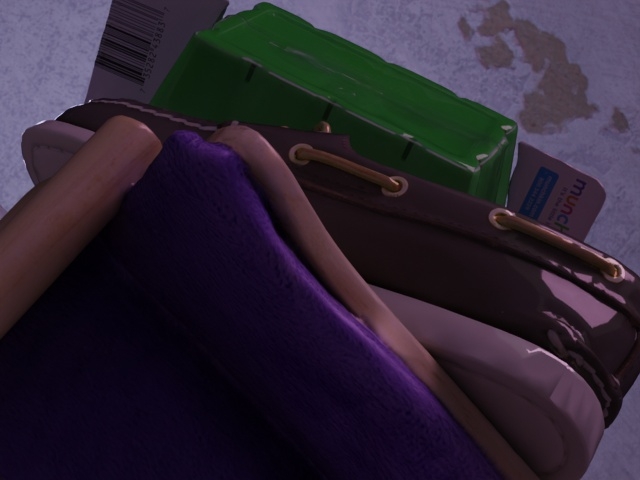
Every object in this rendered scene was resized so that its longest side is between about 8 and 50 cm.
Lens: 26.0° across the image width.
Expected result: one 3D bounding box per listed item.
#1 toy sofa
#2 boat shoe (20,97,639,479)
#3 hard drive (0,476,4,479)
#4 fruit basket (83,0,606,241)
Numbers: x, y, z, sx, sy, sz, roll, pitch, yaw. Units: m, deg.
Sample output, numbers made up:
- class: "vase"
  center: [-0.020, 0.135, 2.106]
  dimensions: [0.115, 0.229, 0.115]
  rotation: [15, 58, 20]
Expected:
- class: "toy sofa"
  center: [-0.014, 0.132, 0.570]
  dimensions: [0.362, 0.150, 0.177]
  rotation: [49, -29, -17]
- class: "boat shoe"
  center: [0.000, 0.003, 0.623]
  dimensions: [0.305, 0.091, 0.109]
  rotation: [25, -32, 23]
- class: "hard drive"
  center: [-0.160, 0.036, 0.293]
  dimensions: [0.237, 0.064, 0.339]
  rotation: [46, -5, 8]
- class: "fruit basket"
  center: [-0.027, 0.037, 0.908]
  dimensions: [0.327, 0.353, 0.165]
  rotation: [27, 34, 11]
